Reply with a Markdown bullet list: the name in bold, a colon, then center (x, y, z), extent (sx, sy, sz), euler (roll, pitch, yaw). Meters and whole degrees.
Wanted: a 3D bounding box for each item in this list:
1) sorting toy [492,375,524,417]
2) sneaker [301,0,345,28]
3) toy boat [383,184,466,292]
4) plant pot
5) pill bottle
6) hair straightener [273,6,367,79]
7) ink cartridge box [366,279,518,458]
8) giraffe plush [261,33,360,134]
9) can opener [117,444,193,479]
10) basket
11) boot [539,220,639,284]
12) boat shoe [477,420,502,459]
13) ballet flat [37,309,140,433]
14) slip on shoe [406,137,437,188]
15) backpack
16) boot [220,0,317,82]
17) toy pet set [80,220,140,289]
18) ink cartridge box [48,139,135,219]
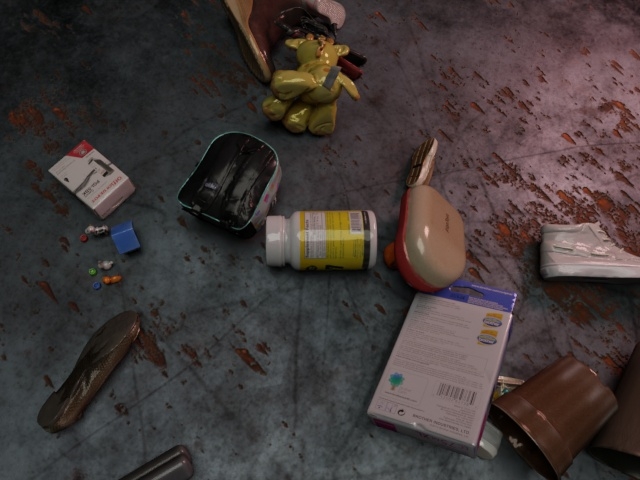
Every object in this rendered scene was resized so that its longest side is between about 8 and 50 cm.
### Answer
- **sorting toy**: center (0.328, 0.291, 1.075), extent (0.084, 0.045, 0.075), euler (10, 83, -11)
- **sneaker**: center (0.004, -0.535, 1.327), extent (0.070, 0.134, 0.050), euler (34, 104, 25)
- **toy boat**: center (0.186, 0.009, 1.124), extent (0.151, 0.151, 0.231), euler (41, 35, -18)
- **plant pot**: center (0.407, 0.299, 0.999), extent (0.165, 0.167, 0.167), euler (-35, 75, -9)
- **pill bottle**: center (0.000, 0.000, 1.124), extent (0.209, 0.119, 0.119), euler (0, 70, -2)
- **hair straightener**: center (0.003, -0.454, 1.300), extent (0.231, 0.047, 0.088), euler (25, 69, -11)
- **ink cartridge box**: center (0.227, 0.208, 1.033), extent (0.186, 0.065, 0.311), euler (11, 56, 26)
- **giraffe plush**: center (-0.019, -0.352, 1.224), extent (0.182, 0.210, 0.170), euler (22, 50, -30)
- **can opener**: center (-0.338, 0.463, 0.977), extent (0.284, 0.076, 0.095), euler (-28, 106, -13)
- **basket**: center (0.609, 0.305, 1.026), extent (0.205, 0.154, 0.226), euler (23, 67, 11)
- **boot**: center (0.570, 0.020, 1.153), extent (0.259, 0.095, 0.123), euler (3, 77, 0)
- **boat shoe**: center (0.250, 0.317, 1.050), extent (0.184, 0.066, 0.063), euler (34, 58, 12)
- **ballet flat**: center (-0.411, 0.239, 1.056), extent (0.084, 0.058, 0.249), euler (10, 58, 39)
- **slip on shoe**: center (0.224, -0.159, 1.236), extent (0.041, 0.052, 0.135), euler (39, 57, -30)
- **backpack**: center (-0.164, -0.112, 1.141), extent (0.166, 0.144, 0.188), euler (23, 85, 12)
- **boot**: center (-0.093, -0.495, 1.321), extent (0.207, 0.090, 0.248), euler (-21, 81, -17)
- **toy pet set**: center (-0.412, 0.015, 1.128), extent (0.114, 0.065, 0.122), euler (-21, 72, -10)
- **ink cartridge box**: center (-0.466, -0.124, 1.182), extent (0.135, 0.056, 0.099), euler (38, 72, 11)
